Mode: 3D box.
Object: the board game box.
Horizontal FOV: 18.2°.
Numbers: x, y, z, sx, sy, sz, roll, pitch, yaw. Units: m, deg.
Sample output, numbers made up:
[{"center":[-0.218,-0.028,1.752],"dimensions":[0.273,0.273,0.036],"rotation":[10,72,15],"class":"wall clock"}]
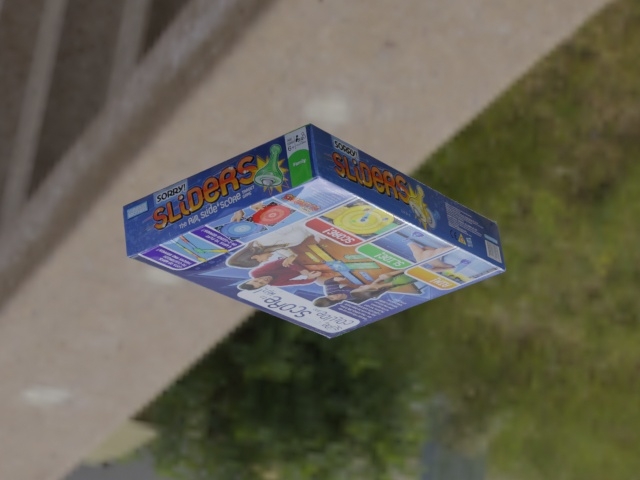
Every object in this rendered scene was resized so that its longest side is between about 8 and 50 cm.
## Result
[{"center":[0.000,0.000,1.177],"dimensions":[0.136,0.035,0.201],"rotation":[-22,152,28],"class":"board game box"}]
